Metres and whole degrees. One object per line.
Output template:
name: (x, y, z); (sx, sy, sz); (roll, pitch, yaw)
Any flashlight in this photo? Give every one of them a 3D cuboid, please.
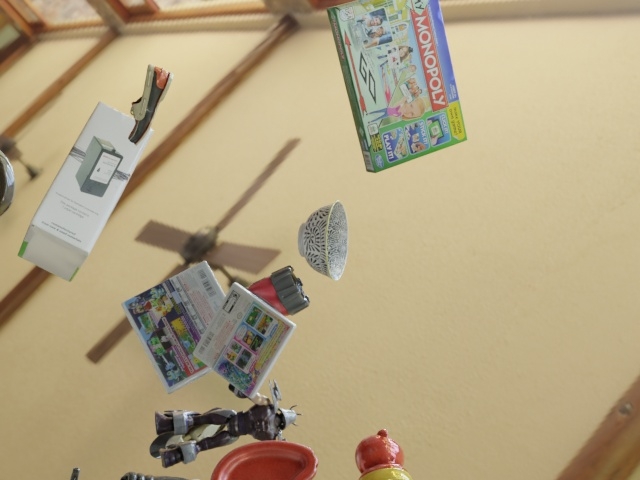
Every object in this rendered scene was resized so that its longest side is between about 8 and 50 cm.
flashlight: (-0.174, 0.162, 1.916); (0.304, 0.103, 0.103); (-29, -141, 5)

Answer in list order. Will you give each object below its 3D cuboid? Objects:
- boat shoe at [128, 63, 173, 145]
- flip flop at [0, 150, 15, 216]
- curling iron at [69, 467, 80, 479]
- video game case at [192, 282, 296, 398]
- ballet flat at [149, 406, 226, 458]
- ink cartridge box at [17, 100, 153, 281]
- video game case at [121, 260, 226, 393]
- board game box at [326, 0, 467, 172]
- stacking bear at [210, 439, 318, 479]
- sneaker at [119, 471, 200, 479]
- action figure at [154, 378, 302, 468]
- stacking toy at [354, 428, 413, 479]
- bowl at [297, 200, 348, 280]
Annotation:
boat shoe: (-0.283, -0.218, 1.476); (0.137, 0.043, 0.049); (-60, -155, 21)
flip flop: (-0.426, -0.051, 1.091); (0.277, 0.080, 0.112); (-18, -104, 47)
curling iron: (-0.643, 0.717, 2.344); (0.035, 0.068, 0.274); (6, -89, 59)
video game case: (-0.138, 0.179, 1.643); (0.143, 0.019, 0.157); (34, -81, 19)
ballet flat: (-0.305, 0.457, 2.139); (0.203, 0.074, 0.074); (-27, -154, -10)
ink cartridge box: (-0.428, -0.086, 1.667); (0.198, 0.114, 0.273); (-37, -152, 60)
video game case: (-0.254, 0.163, 1.744); (0.183, 0.201, 0.023); (-27, 162, -13)
board game box: (0.150, -0.311, 1.737); (0.213, 0.317, 0.046); (-21, -163, -18)
stacking bear: (-0.093, 0.482, 1.563); (0.164, 0.289, 0.175); (12, -130, 14)
sneaker: (-0.307, 0.484, 1.672); (0.296, 0.146, 0.105); (118, -18, -60)
action figure: (-0.175, 0.359, 1.785); (0.285, 0.185, 0.099); (-8, 177, -9)
stacking toy: (0.105, 0.532, 1.890); (0.309, 0.279, 0.130); (-39, -139, 25)
bowl: (0.000, 0.000, 1.939); (0.080, 0.170, 0.170); (1, -137, 18)
